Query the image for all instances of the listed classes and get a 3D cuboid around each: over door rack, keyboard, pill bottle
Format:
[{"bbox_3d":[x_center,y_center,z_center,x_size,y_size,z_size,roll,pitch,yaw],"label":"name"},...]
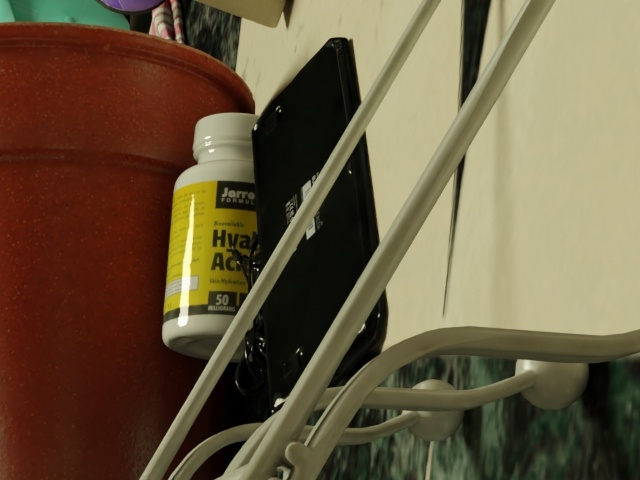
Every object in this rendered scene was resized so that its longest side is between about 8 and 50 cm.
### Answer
[{"bbox_3d":[0.041,-0.018,0.544,0.239,0.108,0.324,143,147,-72],"label":"over door rack"},{"bbox_3d":[0.000,0.000,0.855,0.100,0.038,0.192,-43,34,33],"label":"keyboard"},{"bbox_3d":[-0.044,-0.002,0.938,0.065,0.065,0.116,132,143,-68],"label":"pill bottle"}]

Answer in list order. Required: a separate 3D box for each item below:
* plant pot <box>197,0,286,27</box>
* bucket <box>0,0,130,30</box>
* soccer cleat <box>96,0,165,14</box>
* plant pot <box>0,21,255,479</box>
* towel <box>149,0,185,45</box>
[{"bbox_3d":[-0.058,-0.199,1.043,0.096,0.109,0.109,-61,22,28],"label":"plant pot"},{"bbox_3d":[-0.284,-0.172,1.655,0.281,0.183,0.281,-56,17,28],"label":"bucket"},{"bbox_3d":[-0.121,-0.325,1.375,0.116,0.108,0.318,-157,78,-72],"label":"soccer cleat"},{"bbox_3d":[-0.158,0.058,1.028,0.272,0.272,0.265,127,139,-65],"label":"plant pot"},{"bbox_3d":[-0.129,-0.093,1.435,0.197,0.029,0.144,-101,24,-55],"label":"towel"}]
